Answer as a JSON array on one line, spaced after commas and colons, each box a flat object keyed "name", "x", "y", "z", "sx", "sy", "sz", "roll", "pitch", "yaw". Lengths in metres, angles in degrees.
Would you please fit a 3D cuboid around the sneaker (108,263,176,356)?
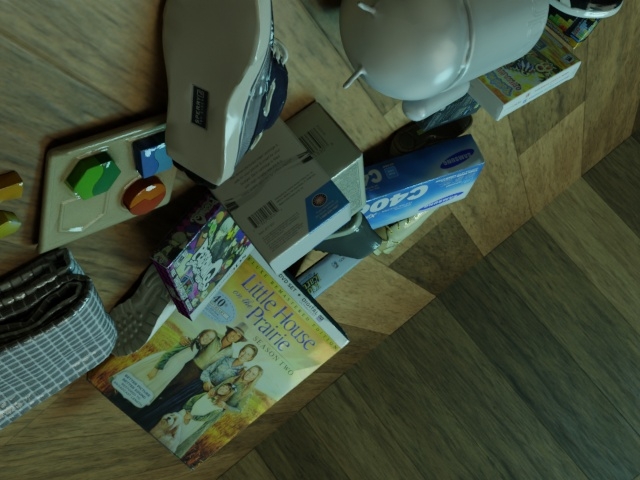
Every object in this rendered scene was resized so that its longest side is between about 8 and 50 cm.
[{"name": "sneaker", "x": -0.299, "y": 0.122, "z": 1.559, "sx": 0.235, "sy": 0.090, "sz": 0.095, "roll": -44, "pitch": 172, "yaw": 22}]

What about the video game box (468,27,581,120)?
[{"name": "video game box", "x": 0.293, "y": -0.313, "z": 1.441, "sx": 0.187, "sy": 0.205, "sz": 0.048, "roll": -32, "pitch": 158, "yaw": -23}]

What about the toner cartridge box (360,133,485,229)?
[{"name": "toner cartridge box", "x": 0.150, "y": -0.101, "z": 1.779, "sx": 0.348, "sy": 0.075, "sz": 0.165, "roll": -19, "pitch": 161, "yaw": -14}]

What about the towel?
[{"name": "towel", "x": -0.447, "y": 0.160, "z": 1.283, "sx": 0.284, "sy": 0.121, "sz": 0.235, "roll": -34, "pitch": 162, "yaw": -15}]

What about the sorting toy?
[{"name": "sorting toy", "x": -0.307, "y": -0.059, "z": 1.140, "sx": 0.307, "sy": 0.041, "sz": 0.229, "roll": -26, "pitch": 159, "yaw": -36}]

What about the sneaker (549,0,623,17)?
[{"name": "sneaker", "x": 0.367, "y": -0.420, "z": 1.310, "sx": 0.121, "sy": 0.217, "sz": 0.079, "roll": 103, "pitch": 12, "yaw": -66}]

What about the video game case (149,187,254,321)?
[{"name": "video game case", "x": -0.179, "y": 0.007, "z": 1.444, "sx": 0.210, "sy": 0.042, "sz": 0.232, "roll": -52, "pitch": 162, "yaw": -20}]

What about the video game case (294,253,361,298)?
[{"name": "video game case", "x": -0.060, "y": 0.124, "z": 1.922, "sx": 0.244, "sy": 0.061, "sz": 0.269, "roll": -39, "pitch": -179, "yaw": -35}]

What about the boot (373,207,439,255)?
[{"name": "boot", "x": 0.188, "y": -0.058, "z": 2.068, "sx": 0.203, "sy": 0.095, "sz": 0.262, "roll": -42, "pitch": 165, "yaw": 13}]

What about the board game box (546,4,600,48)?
[{"name": "board game box", "x": 0.400, "y": -0.423, "z": 1.424, "sx": 0.048, "sy": 0.170, "sz": 0.141, "roll": -37, "pitch": 166, "yaw": -40}]

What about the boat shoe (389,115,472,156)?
[{"name": "boat shoe", "x": 0.222, "y": -0.221, "z": 1.792, "sx": 0.190, "sy": 0.068, "sz": 0.072, "roll": -20, "pitch": 170, "yaw": -19}]

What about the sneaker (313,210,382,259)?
[{"name": "sneaker", "x": 0.000, "y": 0.000, "z": 1.662, "sx": 0.222, "sy": 0.083, "sz": 0.118, "roll": -6, "pitch": 148, "yaw": 31}]

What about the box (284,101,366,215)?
[{"name": "box", "x": -0.017, "y": -0.103, "z": 1.475, "sx": 0.149, "sy": 0.127, "sz": 0.232, "roll": -37, "pitch": 163, "yaw": -8}]

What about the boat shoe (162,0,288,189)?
[{"name": "boat shoe", "x": -0.100, "y": -0.227, "z": 1.048, "sx": 0.158, "sy": 0.127, "sz": 0.340, "roll": -53, "pitch": 171, "yaw": -39}]

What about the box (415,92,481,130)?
[{"name": "box", "x": 0.287, "y": -0.323, "z": 1.650, "sx": 0.183, "sy": 0.059, "sz": 0.232, "roll": -23, "pitch": 156, "yaw": -41}]

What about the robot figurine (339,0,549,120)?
[{"name": "robot figurine", "x": 0.169, "y": -0.313, "z": 1.191, "sx": 0.354, "sy": 0.200, "sz": 0.299, "roll": -28, "pitch": 132, "yaw": -32}]

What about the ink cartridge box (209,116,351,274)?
[{"name": "ink cartridge box", "x": -0.073, "y": -0.076, "z": 1.303, "sx": 0.148, "sy": 0.203, "sz": 0.086, "roll": -37, "pitch": 165, "yaw": -5}]

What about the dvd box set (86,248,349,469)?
[{"name": "dvd box set", "x": -0.196, "y": 0.224, "z": 1.710, "sx": 0.420, "sy": 0.307, "sz": 0.062, "roll": -39, "pitch": -157, "yaw": 5}]
